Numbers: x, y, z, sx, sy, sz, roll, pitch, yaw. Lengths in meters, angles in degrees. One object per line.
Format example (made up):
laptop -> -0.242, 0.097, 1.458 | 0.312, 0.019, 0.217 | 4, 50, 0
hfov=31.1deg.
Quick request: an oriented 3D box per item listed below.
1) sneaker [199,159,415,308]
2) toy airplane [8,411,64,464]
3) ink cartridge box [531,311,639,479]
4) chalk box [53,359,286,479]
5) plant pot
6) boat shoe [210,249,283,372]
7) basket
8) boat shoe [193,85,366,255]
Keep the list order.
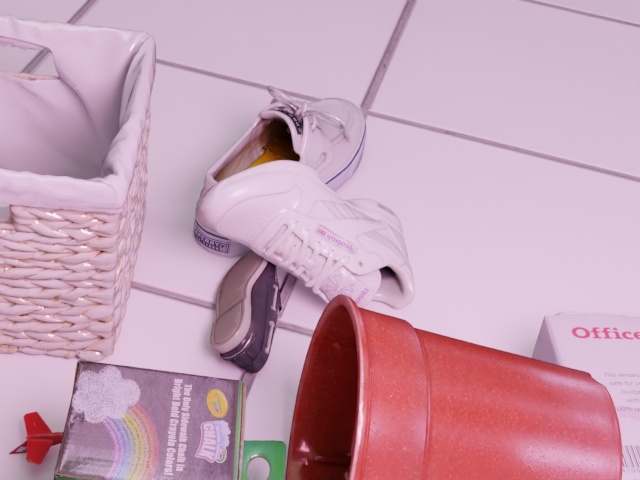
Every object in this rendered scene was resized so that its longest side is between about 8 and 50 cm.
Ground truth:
sneaker -> 0.000, 0.000, 1.363 | 0.305, 0.114, 0.152 | 16, 40, -36
toy airplane -> -0.246, 0.204, 1.195 | 0.151, 0.028, 0.151 | 6, 41, -5
ink cartridge box -> 0.360, 0.226, 1.205 | 0.226, 0.131, 0.306 | 3, 38, -6
chalk box -> -0.141, 0.215, 1.105 | 0.213, 0.132, 0.132 | 9, 46, -8
plant pot -> 0.125, 0.206, 1.102 | 0.265, 0.272, 0.272 | 10, 38, -12
boat shoe -> -0.081, 0.079, 1.371 | 0.065, 0.075, 0.206 | 47, 27, -22
basket -> -0.366, -0.072, 1.319 | 0.328, 0.266, 0.331 | 5, 40, -5
boat shoe -> -0.045, -0.136, 1.544 | 0.135, 0.157, 0.367 | 28, 43, 21
